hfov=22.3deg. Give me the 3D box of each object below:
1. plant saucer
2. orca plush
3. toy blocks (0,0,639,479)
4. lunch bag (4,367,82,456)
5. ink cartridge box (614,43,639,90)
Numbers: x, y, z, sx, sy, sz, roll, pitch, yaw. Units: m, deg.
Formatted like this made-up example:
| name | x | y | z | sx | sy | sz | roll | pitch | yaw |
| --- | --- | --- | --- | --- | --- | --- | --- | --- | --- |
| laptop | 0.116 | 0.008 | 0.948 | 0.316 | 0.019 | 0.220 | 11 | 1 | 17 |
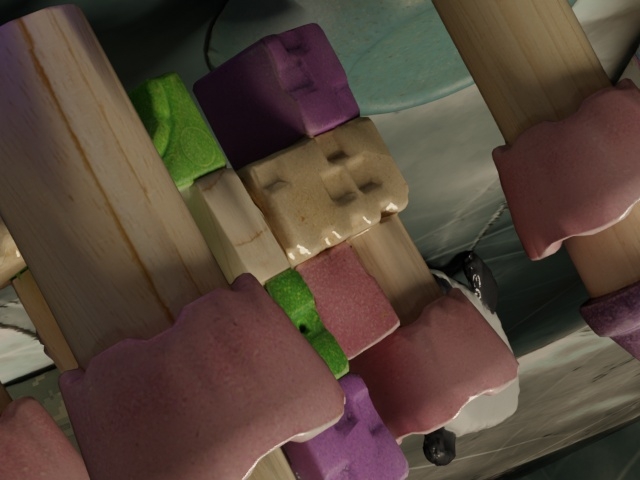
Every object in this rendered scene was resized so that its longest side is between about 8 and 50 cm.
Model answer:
| name | x | y | z | sx | sy | sz | roll | pitch | yaw |
| --- | --- | --- | --- | --- | --- | --- | --- | --- | --- |
| plant saucer | 0.049 | -0.097 | 0.692 | 0.195 | 0.037 | 0.195 | -22 | 164 | -7 |
| orca plush | 0.044 | 0.081 | 1.144 | 0.102 | 0.151 | 0.287 | 4 | -179 | 29 |
| toy blocks | -0.034 | 0.077 | 0.558 | 0.309 | 0.260 | 0.288 | -28 | 180 | 40 |
| lunch bag | -0.120 | 0.225 | 1.039 | 0.235 | 0.287 | 0.169 | -22 | 164 | -8 |
| ink cartridge box | 0.235 | -0.099 | 0.883 | 0.115 | 0.067 | 0.198 | -22 | 165 | -12 |
